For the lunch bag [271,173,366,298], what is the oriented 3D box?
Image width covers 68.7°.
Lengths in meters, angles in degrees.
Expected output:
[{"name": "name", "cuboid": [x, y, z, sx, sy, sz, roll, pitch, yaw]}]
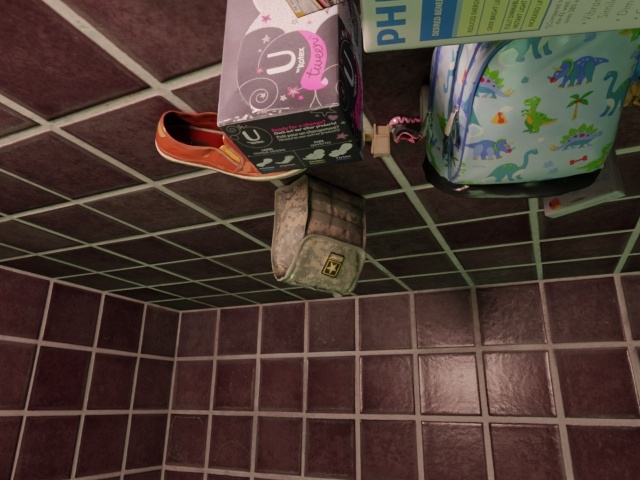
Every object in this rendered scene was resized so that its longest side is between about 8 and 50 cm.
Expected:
[{"name": "lunch bag", "cuboid": [0.000, 0.000, 1.271, 0.236, 0.286, 0.169, 18, 155, -38]}]

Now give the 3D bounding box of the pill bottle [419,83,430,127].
[{"name": "pill bottle", "cuboid": [0.261, -0.246, 0.854, 0.152, 0.085, 0.086, -2, 161, 8]}]

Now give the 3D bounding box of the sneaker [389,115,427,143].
[{"name": "sneaker", "cuboid": [0.203, -0.224, 0.965, 0.120, 0.057, 0.047, -2, 159, 5]}]

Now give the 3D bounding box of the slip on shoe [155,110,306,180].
[{"name": "slip on shoe", "cuboid": [-0.174, -0.201, 0.968, 0.332, 0.122, 0.101, 8, 156, -6]}]

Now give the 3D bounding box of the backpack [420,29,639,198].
[{"name": "backpack", "cuboid": [0.291, -0.222, 0.663, 0.291, 0.273, 0.355, -2, 125, 8]}]

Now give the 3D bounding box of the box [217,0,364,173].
[{"name": "box", "cuboid": [-0.032, -0.238, 0.640, 0.164, 0.246, 0.142, -6, 161, 17]}]

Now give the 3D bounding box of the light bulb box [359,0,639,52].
[{"name": "light bulb box", "cuboid": [0.198, -0.354, 0.334, 0.362, 0.225, 0.358, -1, 161, 9]}]

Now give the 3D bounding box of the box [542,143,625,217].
[{"name": "box", "cuboid": [0.519, -0.155, 0.954, 0.038, 0.186, 0.145, 13, 156, -32]}]

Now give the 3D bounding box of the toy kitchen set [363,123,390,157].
[{"name": "toy kitchen set", "cuboid": [0.111, -0.198, 1.013, 0.068, 0.075, 0.083, 1, 157, 3]}]

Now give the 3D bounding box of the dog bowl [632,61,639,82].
[{"name": "dog bowl", "cuboid": [0.589, -0.299, 0.709, 0.298, 0.073, 0.166, 10, 159, -23]}]

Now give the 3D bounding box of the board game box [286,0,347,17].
[{"name": "board game box", "cuboid": [-0.042, -0.282, 0.319, 0.243, 0.042, 0.165, 50, 173, -30]}]

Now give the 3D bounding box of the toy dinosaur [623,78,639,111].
[{"name": "toy dinosaur", "cuboid": [0.530, -0.270, 0.841, 0.212, 0.064, 0.112, -1, 145, -24]}]
